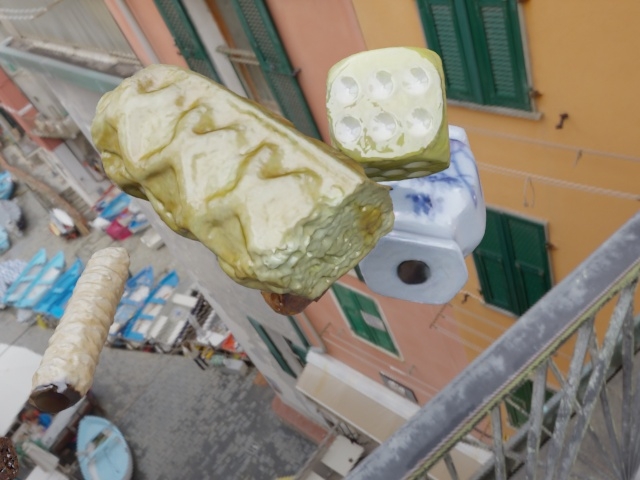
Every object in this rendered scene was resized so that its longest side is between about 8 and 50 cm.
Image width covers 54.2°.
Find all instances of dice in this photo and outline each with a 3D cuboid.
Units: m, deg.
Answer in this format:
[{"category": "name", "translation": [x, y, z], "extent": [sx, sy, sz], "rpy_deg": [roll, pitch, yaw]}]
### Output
[{"category": "dice", "translation": [0.105, -0.182, 0.936], "extent": [0.169, 0.169, 0.166], "rpy_deg": [-6, 84, 12]}]

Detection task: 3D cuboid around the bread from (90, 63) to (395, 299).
[{"category": "bread", "translation": [-0.079, -0.060, 0.533], "extent": [0.267, 0.152, 0.130], "rpy_deg": [34, 112, 25]}]

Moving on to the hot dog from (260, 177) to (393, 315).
[{"category": "hot dog", "translation": [0.001, 0.000, 0.869], "extent": [0.227, 0.160, 0.099], "rpy_deg": [-38, 51, -12]}]

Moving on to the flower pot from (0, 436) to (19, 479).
[{"category": "flower pot", "translation": [-0.527, 0.358, 0.971], "extent": [0.089, 0.111, 0.111], "rpy_deg": [-22, 41, -9]}]

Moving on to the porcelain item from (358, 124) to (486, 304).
[{"category": "porcelain item", "translation": [0.199, -0.075, 1.208], "extent": [0.242, 0.179, 0.405], "rpy_deg": [10, 43, 7]}]

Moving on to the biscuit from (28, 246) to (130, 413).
[{"category": "biscuit", "translation": [-0.256, 0.091, 0.685], "extent": [0.061, 0.055, 0.219], "rpy_deg": [-25, 35, 17]}]
